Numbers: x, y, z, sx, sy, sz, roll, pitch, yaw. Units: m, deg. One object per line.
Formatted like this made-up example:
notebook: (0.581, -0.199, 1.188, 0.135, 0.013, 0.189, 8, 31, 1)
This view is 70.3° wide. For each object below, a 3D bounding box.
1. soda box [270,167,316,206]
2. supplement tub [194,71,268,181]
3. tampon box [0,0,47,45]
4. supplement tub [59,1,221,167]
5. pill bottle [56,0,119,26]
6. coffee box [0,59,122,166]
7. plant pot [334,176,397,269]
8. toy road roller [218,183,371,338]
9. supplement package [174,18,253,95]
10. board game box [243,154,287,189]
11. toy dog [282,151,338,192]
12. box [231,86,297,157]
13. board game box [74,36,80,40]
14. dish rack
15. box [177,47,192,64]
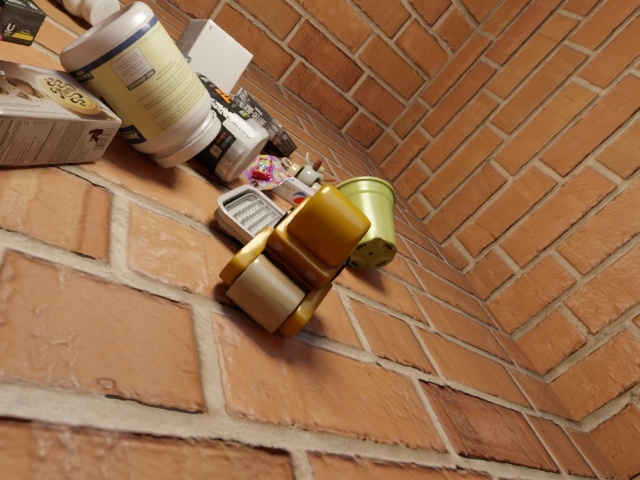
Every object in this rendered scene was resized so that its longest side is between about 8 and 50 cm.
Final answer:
soda box: (-0.110, -0.188, 1.659, 0.216, 0.074, 0.069, 31, 23, -28)
supplement tub: (-0.342, -0.353, 1.364, 0.338, 0.207, 0.207, 41, 20, -6)
tampon box: (-0.801, -0.584, 1.126, 0.161, 0.101, 0.120, 44, 20, 2)
supplement tub: (-0.415, -0.362, 1.094, 0.324, 0.236, 0.235, 56, 8, -37)
pill bottle: (-0.845, -0.879, 1.558, 0.301, 0.169, 0.169, 42, 19, 1)
coffee box: (-0.552, -0.236, 0.848, 0.168, 0.119, 0.297, 42, 19, 3)
plant pot: (0.162, -0.043, 1.630, 0.276, 0.276, 0.253, 27, 39, -37)
toy road roller: (-0.035, 0.023, 0.991, 0.202, 0.240, 0.329, 42, 45, -1)
supplement package: (-0.427, -0.686, 1.717, 0.199, 0.198, 0.263, 31, 5, -37)
board game box: (-0.194, -0.245, 1.550, 0.168, 0.133, 0.033, 55, -21, 31)
toy dog: (-0.030, -0.281, 1.862, 0.220, 0.161, 0.333, 36, 19, -21)
box: (-0.233, -0.493, 1.943, 0.242, 0.076, 0.307, 46, 3, 10)
board game box: (-0.654, -0.587, 1.485, 0.193, 0.053, 0.305, 37, 20, -19)
dish rack: (-0.131, -0.006, 1.244, 0.333, 0.072, 0.285, 42, 20, -3)
box: (-0.561, -0.654, 1.528, 0.183, 0.059, 0.233, 29, 3, -44)
